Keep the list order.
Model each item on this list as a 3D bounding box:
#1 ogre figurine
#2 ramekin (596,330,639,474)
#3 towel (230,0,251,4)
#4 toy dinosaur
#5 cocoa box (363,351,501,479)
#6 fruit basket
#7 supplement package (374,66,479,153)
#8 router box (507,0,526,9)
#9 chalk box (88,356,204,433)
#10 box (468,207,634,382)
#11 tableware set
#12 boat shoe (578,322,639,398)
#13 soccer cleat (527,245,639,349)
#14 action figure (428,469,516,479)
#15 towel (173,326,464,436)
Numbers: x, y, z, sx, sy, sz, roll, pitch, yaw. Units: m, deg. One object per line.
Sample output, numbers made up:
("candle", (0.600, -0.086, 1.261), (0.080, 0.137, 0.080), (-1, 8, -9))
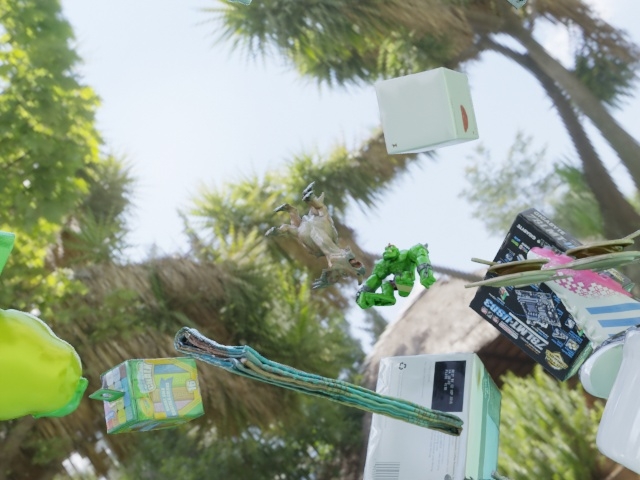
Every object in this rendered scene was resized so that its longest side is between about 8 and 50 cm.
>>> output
("ogre figurine", (0.161, 0.072, 1.876), (0.197, 0.097, 0.118), (-48, 19, 47))
("ramekin", (0.425, 0.211, 0.926), (0.135, 0.277, 0.277), (-65, -25, -3))
("towel", (-0.170, -0.426, 0.929), (0.090, 0.374, 0.320), (113, 178, -57))
("toy dinosaur", (0.000, 0.000, 1.885), (0.127, 0.200, 0.296), (-38, 13, 11))
("cocoa box", (0.252, 0.449, 1.960), (0.231, 0.347, 0.228), (-6, -34, 26))
("fruit basket", (-0.556, 0.164, 1.404), (0.392, 0.392, 0.283), (-28, 13, -29))
("supplement package", (0.270, -0.317, 2.229), (0.175, 0.178, 0.293), (-10, 3, 22))
("router box", (0.303, -0.387, 1.114), (0.133, 0.046, 0.179), (-52, 2, -32))
("chalk box", (-0.375, 0.327, 1.887), (0.213, 0.132, 0.132), (2, -22, -40))
("box", (0.521, 0.126, 2.067), (0.073, 0.295, 0.293), (-21, -39, -43))
("tableware set", (0.278, 0.021, 1.053), (0.194, 0.039, 0.128), (-16, -13, 41))
("boat shoe", (0.444, 0.168, 1.321), (0.228, 0.080, 0.076), (-23, 10, -33))
("soccer cleat", (0.473, 0.128, 1.497), (0.116, 0.331, 0.143), (14, -76, -62))
("action figure", (0.312, 0.472, 1.703), (0.232, 0.063, 0.137), (12, -29, -34))
("towel", (-0.008, 0.205, 1.308), (0.370, 0.271, 0.040), (21, -98, -26))
